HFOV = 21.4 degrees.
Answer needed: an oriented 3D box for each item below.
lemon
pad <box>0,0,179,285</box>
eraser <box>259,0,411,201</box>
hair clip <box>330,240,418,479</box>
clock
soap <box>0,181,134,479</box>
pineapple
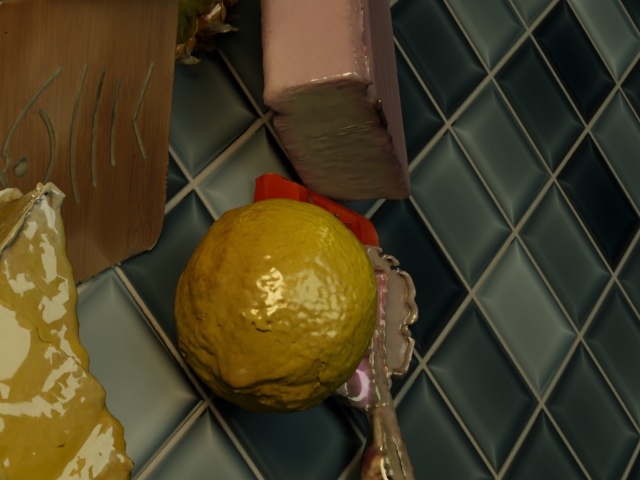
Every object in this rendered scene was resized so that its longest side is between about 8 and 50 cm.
[{"bbox_3d":[-0.040,0.061,1.606,0.192,0.192,0.231,48,37,-22],"label":"lemon"},{"bbox_3d":[-0.216,-0.090,1.484,0.284,0.018,0.286,-27,128,-55],"label":"pad"},{"bbox_3d":[0.010,-0.250,1.838,0.272,0.122,0.359,66,19,-62],"label":"eraser"},{"bbox_3d":[0.052,0.152,1.764,0.173,0.069,0.300,10,66,-50],"label":"hair clip"},{"bbox_3d":[0.000,0.000,1.811,0.155,0.061,0.113,26,53,-45],"label":"clock"},{"bbox_3d":[-0.200,0.169,1.340,0.338,0.169,0.304,48,55,-22],"label":"soap"},{"bbox_3d":[-0.109,-0.297,1.786,0.164,0.140,0.249,23,49,-45],"label":"pineapple"}]
